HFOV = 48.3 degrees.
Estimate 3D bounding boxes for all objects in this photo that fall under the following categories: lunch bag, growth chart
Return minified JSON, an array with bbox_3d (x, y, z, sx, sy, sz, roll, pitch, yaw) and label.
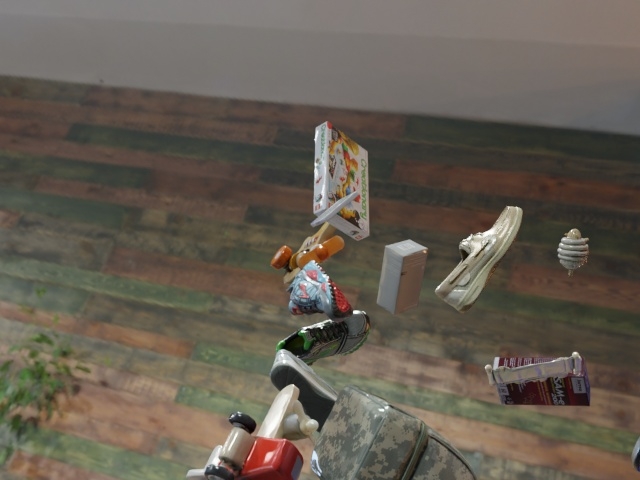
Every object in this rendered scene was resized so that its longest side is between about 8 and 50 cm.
[{"bbox_3d":[0.150,0.446,1.433,0.256,0.213,0.305,27,-9,-12],"label":"lunch bag"},{"bbox_3d":[0.515,0.316,1.721,0.237,0.021,0.172,-10,-28,6],"label":"growth chart"}]

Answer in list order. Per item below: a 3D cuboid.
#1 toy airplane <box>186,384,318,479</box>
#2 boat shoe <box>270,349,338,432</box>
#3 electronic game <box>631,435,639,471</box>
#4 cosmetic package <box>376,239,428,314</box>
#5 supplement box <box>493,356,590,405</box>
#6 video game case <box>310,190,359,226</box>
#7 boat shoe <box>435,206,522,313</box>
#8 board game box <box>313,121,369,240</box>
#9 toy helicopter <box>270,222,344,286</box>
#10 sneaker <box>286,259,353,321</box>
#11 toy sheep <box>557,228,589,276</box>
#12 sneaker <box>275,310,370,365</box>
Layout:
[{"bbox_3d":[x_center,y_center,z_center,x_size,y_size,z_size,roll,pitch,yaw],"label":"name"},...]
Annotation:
[{"bbox_3d":[-0.141,0.538,1.551,0.272,0.386,0.384,28,7,-7],"label":"toy airplane"},{"bbox_3d":[-0.017,0.441,2.040,0.118,0.103,0.320,-40,-73,20],"label":"boat shoe"},{"bbox_3d":[0.896,0.513,1.890,0.048,0.229,0.229,33,-15,36],"label":"electronic game"},{"bbox_3d":[0.285,0.129,2.505,0.107,0.127,0.238,29,-55,44],"label":"cosmetic package"},{"bbox_3d":[0.606,0.387,1.956,0.239,0.073,0.130,-6,-52,26],"label":"supplement box"},{"bbox_3d":[0.028,-0.063,1.454,0.011,0.087,0.122,51,-14,-5],"label":"video game case"},{"bbox_3d":[0.383,0.028,1.715,0.098,0.302,0.109,34,-14,5],"label":"boat shoe"},{"bbox_3d":[0.062,-0.173,2.076,0.053,0.305,0.193,-23,-38,35],"label":"board game box"},{"bbox_3d":[0.000,0.000,2.284,0.140,0.355,0.235,38,-4,-12],"label":"toy helicopter"},{"bbox_3d":[-0.010,0.147,1.689,0.104,0.125,0.262,50,-1,-21],"label":"sneaker"},{"bbox_3d":[0.697,0.034,1.966,0.091,0.132,0.091,-1,6,0],"label":"toy sheep"},{"bbox_3d":[0.011,0.336,2.401,0.343,0.134,0.146,-27,-25,5],"label":"sneaker"}]
